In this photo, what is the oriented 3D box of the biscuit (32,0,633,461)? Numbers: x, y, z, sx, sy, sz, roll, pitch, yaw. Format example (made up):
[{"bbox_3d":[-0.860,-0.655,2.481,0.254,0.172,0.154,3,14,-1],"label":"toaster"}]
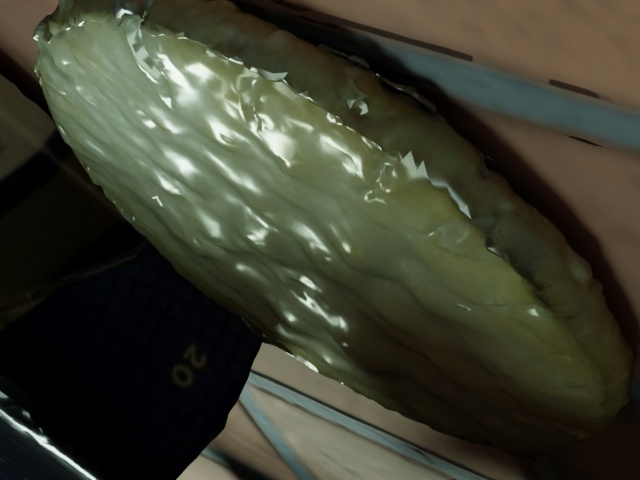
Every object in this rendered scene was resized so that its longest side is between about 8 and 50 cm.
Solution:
[{"bbox_3d":[0.000,0.000,0.386,0.152,0.020,0.152,32,161,12],"label":"biscuit"}]

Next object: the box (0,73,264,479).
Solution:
[{"bbox_3d":[-0.150,-0.031,0.488,0.259,0.071,0.168,43,158,-18],"label":"box"}]
